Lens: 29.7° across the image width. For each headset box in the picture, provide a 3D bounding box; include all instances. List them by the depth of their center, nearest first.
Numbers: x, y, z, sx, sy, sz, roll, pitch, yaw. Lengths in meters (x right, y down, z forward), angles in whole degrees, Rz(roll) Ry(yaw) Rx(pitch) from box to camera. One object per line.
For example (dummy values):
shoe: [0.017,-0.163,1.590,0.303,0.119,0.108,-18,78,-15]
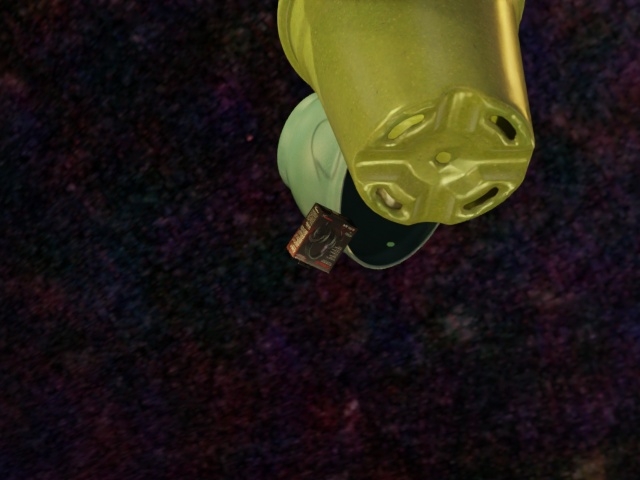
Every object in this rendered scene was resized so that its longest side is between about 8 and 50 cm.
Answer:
headset box: [0.000,0.000,1.611,0.062,0.083,0.032,26,15,-29]

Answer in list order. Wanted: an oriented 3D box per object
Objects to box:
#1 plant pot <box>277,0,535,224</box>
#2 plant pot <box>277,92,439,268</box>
plant pot: [0.104,-0.163,1.250,0.276,0.276,0.254,21,40,-28]
plant pot: [0.059,-0.127,1.885,0.293,0.196,0.293,-27,129,-38]
